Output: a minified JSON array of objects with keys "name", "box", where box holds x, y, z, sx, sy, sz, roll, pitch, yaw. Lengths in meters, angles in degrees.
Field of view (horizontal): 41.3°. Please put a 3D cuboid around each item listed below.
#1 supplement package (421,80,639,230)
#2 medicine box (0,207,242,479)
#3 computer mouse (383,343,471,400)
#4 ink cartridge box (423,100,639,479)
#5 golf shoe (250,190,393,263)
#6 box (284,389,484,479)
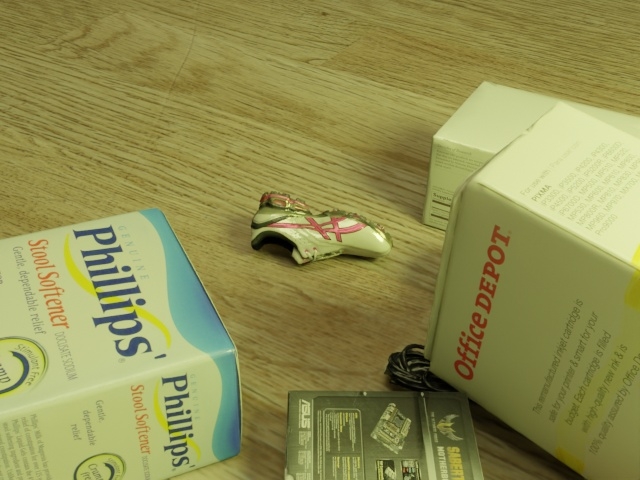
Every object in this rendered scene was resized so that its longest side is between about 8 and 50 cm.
[{"name":"supplement package","box":[0.305,-0.092,1.170,0.262,0.145,0.204,19,39,22]},{"name":"medicine box","box":[-0.257,0.118,0.848,0.289,0.149,0.263,-14,39,-20]},{"name":"computer mouse","box":[0.188,0.088,0.986,0.189,0.072,0.272,11,49,10]},{"name":"ink cartridge box","box":[0.302,0.092,0.746,0.385,0.279,0.160,33,53,26]},{"name":"golf shoe","box":[0.000,0.000,1.110,0.186,0.067,0.085,14,69,9]},{"name":"box","box":[0.057,0.236,0.773,0.183,0.056,0.231,1,36,-2]}]
